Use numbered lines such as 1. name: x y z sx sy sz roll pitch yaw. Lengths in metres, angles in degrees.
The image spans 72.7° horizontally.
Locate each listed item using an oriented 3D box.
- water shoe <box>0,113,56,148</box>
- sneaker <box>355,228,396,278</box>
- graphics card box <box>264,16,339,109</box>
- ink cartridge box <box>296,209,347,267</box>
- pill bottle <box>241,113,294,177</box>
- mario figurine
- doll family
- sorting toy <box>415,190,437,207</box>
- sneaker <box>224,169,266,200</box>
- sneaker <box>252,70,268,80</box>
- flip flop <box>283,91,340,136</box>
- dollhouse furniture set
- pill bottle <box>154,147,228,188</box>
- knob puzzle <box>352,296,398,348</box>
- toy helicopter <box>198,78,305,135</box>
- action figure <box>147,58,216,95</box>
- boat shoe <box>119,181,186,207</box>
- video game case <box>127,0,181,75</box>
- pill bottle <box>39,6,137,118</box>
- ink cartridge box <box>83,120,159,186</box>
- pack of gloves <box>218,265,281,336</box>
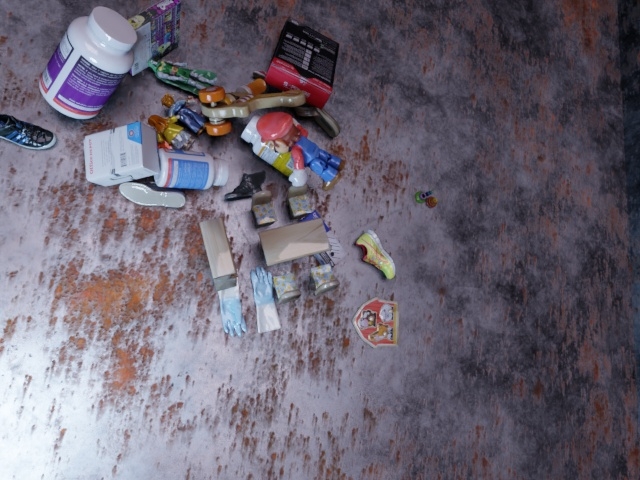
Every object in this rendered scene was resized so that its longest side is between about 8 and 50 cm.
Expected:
1. water shoe: -0.910 -0.329 1.302 0.203 0.080 0.073 11 76 -19
2. sneaker: 0.207 0.066 1.663 0.094 0.081 0.208 -32 85 -17
3. graphics card box: -0.060 -0.666 1.620 0.233 0.094 0.371 21 49 -16
4. ink cartridge box: 0.000 0.000 1.607 0.097 0.046 0.207 -38 94 -24
5. pill bottle: -0.156 -0.340 1.566 0.246 0.136 0.136 35 69 -11
6. mario figurine: -0.083 -0.296 1.459 0.320 0.198 0.170 36 102 -19
7. doll family: -0.477 -0.404 1.463 0.163 0.118 0.263 35 67 -14
8. sorting toy: 0.450 -0.180 1.819 0.102 0.042 0.061 23 72 -15
9. sneaker: -0.267 -0.196 1.543 0.170 0.051 0.089 -13 84 -28
10. sneaker: -0.199 -0.638 1.661 0.118 0.042 0.067 15 78 -26
11. flip flop: -0.043 -0.489 1.668 0.277 0.112 0.080 43 82 -14
12. dollhouse furniture set: -0.160 0.014 1.389 0.394 0.256 0.362 -14 77 -14
13. pill bottle: -0.424 -0.232 1.438 0.221 0.124 0.124 0 79 -35
14. knob puzzle: 0.212 0.308 1.636 0.213 0.030 0.213 4 78 -20
15. toy helicopter: -0.227 -0.475 1.484 0.355 0.235 0.140 -4 123 1
16. action figure: -0.486 -0.579 1.525 0.232 0.063 0.137 13 63 -23
17. boat shoe: -0.547 -0.158 1.432 0.206 0.075 0.065 10 33 -14
18. video game case: -0.553 -0.669 1.428 0.042 0.232 0.210 46 68 -5
19. pill bottle: -0.679 -0.520 1.286 0.181 0.323 0.181 34 40 -33
20. ink cartridge box: -0.616 -0.265 1.349 0.203 0.086 0.148 -10 81 14
21. pack of gloves: -0.241 0.204 1.474 0.195 0.046 0.232 -9 83 -22
